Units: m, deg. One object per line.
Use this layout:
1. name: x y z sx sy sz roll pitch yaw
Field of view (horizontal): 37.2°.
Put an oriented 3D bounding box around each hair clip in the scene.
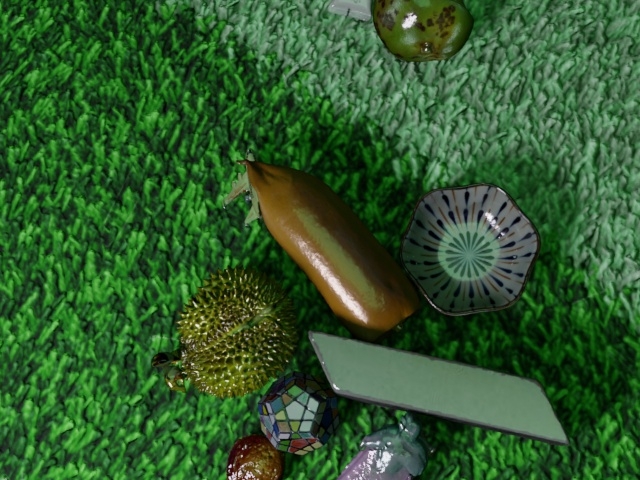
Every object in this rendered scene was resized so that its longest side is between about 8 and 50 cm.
1. hair clip: 0.008 0.365 1.244 0.358 0.110 0.095 -43 37 -1

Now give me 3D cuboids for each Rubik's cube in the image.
1. Rubik's cube: -0.029 0.229 1.264 0.111 0.093 0.111 -1 78 6

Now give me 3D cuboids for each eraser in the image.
1. eraser: 0.150 0.195 1.246 0.352 0.111 0.077 12 81 8

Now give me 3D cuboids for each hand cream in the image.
1. hand cream: 0.067 -0.427 1.436 0.067 0.042 0.195 15 84 1

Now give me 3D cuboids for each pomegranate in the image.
1. pomegranate: 0.139 -0.321 1.366 0.143 0.122 0.169 0 37 -22

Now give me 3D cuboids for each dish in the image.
1. dish: 0.203 0.016 1.305 0.190 0.066 0.191 -2 77 7

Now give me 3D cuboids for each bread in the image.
1. bread: -0.087 0.301 1.273 0.085 0.053 0.085 -1 77 5

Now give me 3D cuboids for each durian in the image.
1. durian: -0.110 0.132 1.272 0.159 0.146 0.198 31 100 19

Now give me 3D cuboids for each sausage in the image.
1. sausage: 0.003 -0.004 1.300 0.112 0.112 0.328 -39 82 -4

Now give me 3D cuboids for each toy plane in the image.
1. toy plane: -0.093 -0.078 1.368 0.102 0.040 0.111 -10 75 -1
